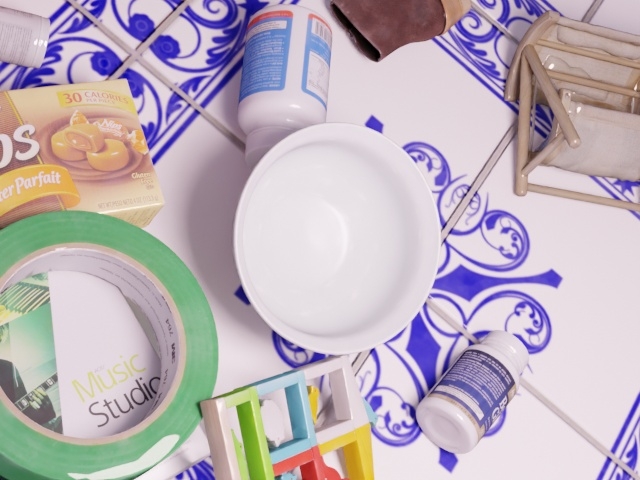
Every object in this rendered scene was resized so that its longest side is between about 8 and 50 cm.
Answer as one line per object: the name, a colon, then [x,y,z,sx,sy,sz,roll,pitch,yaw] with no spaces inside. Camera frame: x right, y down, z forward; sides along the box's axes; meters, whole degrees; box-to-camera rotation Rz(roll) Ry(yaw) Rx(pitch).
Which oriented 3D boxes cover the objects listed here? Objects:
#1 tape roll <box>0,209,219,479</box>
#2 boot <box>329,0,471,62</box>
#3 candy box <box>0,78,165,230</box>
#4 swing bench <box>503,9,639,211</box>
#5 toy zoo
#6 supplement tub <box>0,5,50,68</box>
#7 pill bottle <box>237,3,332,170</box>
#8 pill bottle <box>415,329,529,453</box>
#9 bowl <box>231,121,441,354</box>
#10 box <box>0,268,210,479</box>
tape roll: [-0.278,0.127,1.462,0.321,0.077,0.321,11,64,-22]
boot: [0.096,-0.404,1.937,0.206,0.090,0.248,-29,77,-28]
candy box: [-0.371,-0.088,1.569,0.316,0.087,0.183,-11,73,-29]
swing bench: [0.434,-0.195,1.971,0.253,0.165,0.255,9,59,-22]
toy zoo: [-0.019,0.254,1.557,0.293,0.030,0.192,-12,91,-50]
supplement tub: [-0.410,-0.266,1.639,0.107,0.071,0.071,12,64,-21]
pill bottle: [-0.051,-0.204,1.756,0.124,0.124,0.222,15,63,-20]
pill bottle: [0.212,0.201,1.725,0.094,0.094,0.169,46,57,-2]
bowl: [0.000,0.000,1.664,0.297,0.134,0.298,2,86,-26]
box: [-0.304,0.172,1.507,0.232,0.058,0.322,-28,82,-33]
